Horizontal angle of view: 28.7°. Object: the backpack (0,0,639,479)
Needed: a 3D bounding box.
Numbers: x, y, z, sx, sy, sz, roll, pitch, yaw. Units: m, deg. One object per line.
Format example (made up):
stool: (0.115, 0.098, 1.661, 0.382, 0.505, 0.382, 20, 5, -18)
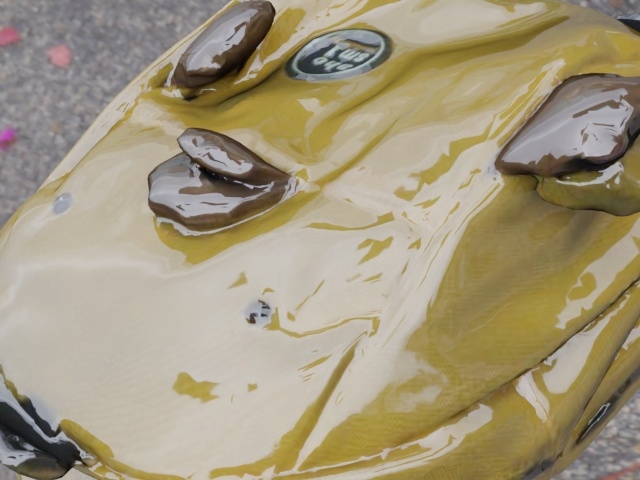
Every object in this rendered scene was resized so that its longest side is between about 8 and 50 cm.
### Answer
backpack: (0.003, 0.005, 0.623, 0.354, 0.201, 0.378, 21, 57, 43)
